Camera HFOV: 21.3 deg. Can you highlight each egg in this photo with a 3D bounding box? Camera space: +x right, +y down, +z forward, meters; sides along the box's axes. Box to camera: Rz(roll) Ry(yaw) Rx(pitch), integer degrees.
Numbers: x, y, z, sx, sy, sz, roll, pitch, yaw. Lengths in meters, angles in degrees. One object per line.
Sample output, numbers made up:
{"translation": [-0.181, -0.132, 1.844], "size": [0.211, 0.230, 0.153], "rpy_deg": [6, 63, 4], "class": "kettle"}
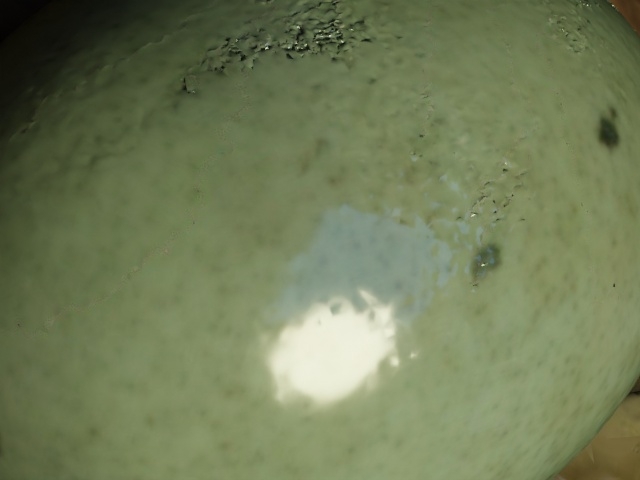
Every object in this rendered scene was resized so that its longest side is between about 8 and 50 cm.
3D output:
{"translation": [0.000, 0.000, 0.440], "size": [0.236, 0.169, 0.169], "rpy_deg": [-17, 101, -45], "class": "egg"}

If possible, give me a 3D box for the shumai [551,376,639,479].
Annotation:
{"translation": [0.121, 0.091, 0.553], "size": [0.206, 0.176, 0.166], "rpy_deg": [-37, 114, -42], "class": "shumai"}
